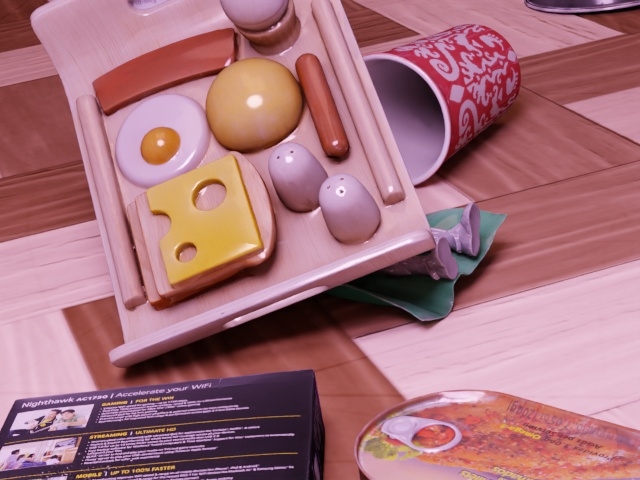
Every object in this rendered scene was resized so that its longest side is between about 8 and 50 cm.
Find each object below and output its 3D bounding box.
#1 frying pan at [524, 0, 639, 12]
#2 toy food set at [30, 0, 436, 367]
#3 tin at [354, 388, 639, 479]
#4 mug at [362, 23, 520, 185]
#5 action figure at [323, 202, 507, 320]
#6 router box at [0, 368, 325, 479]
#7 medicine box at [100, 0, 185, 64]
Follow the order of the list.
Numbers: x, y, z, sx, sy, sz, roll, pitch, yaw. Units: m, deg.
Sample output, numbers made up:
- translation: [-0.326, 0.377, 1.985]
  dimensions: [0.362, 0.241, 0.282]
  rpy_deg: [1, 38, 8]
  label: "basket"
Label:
- translation: [0.380, -0.296, 1.608]
  dimensions: [0.326, 0.053, 0.197]
  rpy_deg: [11, 30, 44]
  label: "frying pan"
- translation: [-0.072, -0.079, 0.963]
  dimensions: [0.219, 0.092, 0.306]
  rpy_deg: [-22, 57, 6]
  label: "toy food set"
- translation: [0.102, 0.124, 0.709]
  dimensions: [0.189, 0.040, 0.106]
  rpy_deg: [13, 26, 41]
  label: "tin"
- translation: [0.082, -0.127, 1.222]
  dimensions: [0.150, 0.113, 0.169]
  rpy_deg: [9, 24, 31]
  label: "mug"
- translation: [0.000, 0.000, 1.014]
  dimensions: [0.232, 0.063, 0.137]
  rpy_deg: [3, 28, 33]
  label: "action figure"
- translation: [-0.089, 0.125, 0.756]
  dimensions: [0.179, 0.046, 0.133]
  rpy_deg: [-6, 22, 5]
  label: "router box"
- translation: [-0.107, -0.192, 1.201]
  dimensions: [0.149, 0.289, 0.263]
  rpy_deg: [-12, 23, -3]
  label: "medicine box"
